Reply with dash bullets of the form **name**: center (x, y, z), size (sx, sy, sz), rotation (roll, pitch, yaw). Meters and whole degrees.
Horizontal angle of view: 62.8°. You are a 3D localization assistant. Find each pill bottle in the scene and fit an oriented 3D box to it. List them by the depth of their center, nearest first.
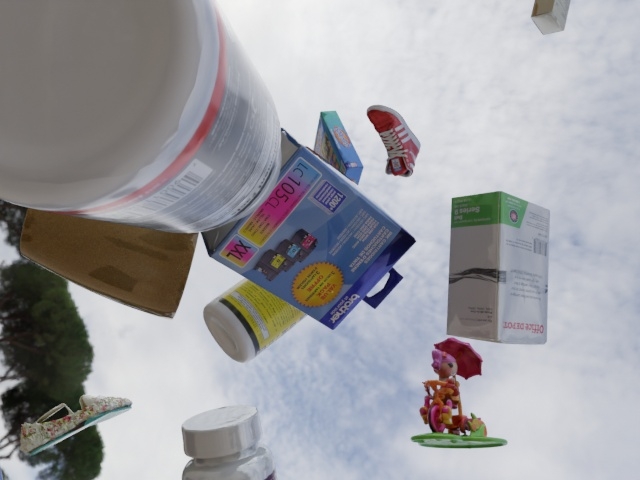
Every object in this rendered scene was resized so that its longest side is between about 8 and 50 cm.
- **pill bottle**: center (-0.153, -0.114, 0.502), size (0.210, 0.363, 0.210), rotation (0, -93, 5)
- **pill bottle**: center (-0.112, 0.337, 0.677), size (0.121, 0.121, 0.221), rotation (-10, -92, 41)
- **pill bottle**: center (-0.136, 0.166, 1.438), size (0.188, 0.334, 0.188), rotation (34, -37, 30)

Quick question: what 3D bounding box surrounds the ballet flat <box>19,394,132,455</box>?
- **ballet flat**: center (-0.553, 0.397, 1.187), size (0.077, 0.241, 0.091), rotation (61, -36, 15)

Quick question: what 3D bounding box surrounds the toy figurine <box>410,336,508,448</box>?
- **toy figurine**: center (0.196, 0.226, 0.797), size (0.130, 0.173, 0.159), rotation (-22, -124, 39)

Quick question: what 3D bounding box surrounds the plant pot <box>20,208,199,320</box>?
- **plant pot**: center (-0.353, -0.002, 0.893), size (0.237, 0.254, 0.237), rotation (-167, -90, -71)

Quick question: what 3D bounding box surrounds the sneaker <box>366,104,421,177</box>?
- **sneaker**: center (0.101, -0.136, 0.746), size (0.042, 0.118, 0.067), rotation (-7, -121, 43)

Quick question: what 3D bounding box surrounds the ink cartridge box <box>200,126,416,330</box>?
- **ink cartridge box**: center (0.000, 0.000, 1.072), size (0.270, 0.395, 0.151), rotation (-49, -147, 10)

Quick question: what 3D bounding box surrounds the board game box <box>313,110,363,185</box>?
- **board game box**: center (0.038, -0.200, 1.330), size (0.160, 0.047, 0.210), rotation (104, -29, -51)

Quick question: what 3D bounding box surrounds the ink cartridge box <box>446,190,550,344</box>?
- **ink cartridge box**: center (0.369, 0.063, 1.082), size (0.121, 0.211, 0.289), rotation (-4, -102, 48)

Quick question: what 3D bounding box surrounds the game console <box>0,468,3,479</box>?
- **game console**: center (-0.534, 0.413, 0.669), size (0.250, 0.293, 0.173), rotation (-37, -79, -2)

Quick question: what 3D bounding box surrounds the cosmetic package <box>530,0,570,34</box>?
- **cosmetic package**: center (0.421, -0.440, 0.948), size (0.041, 0.060, 0.115), rotation (5, -107, 47)
